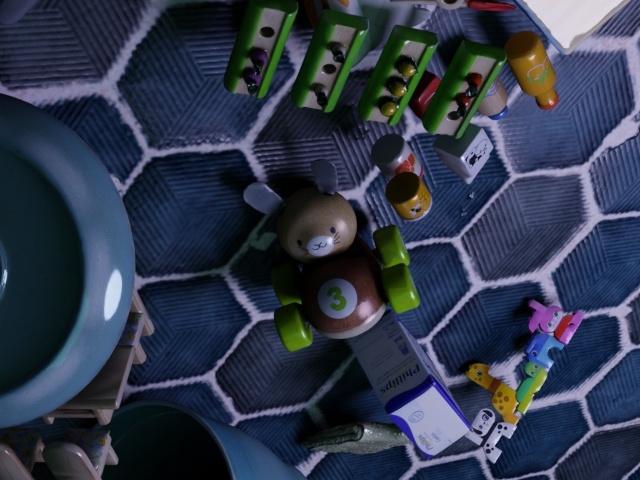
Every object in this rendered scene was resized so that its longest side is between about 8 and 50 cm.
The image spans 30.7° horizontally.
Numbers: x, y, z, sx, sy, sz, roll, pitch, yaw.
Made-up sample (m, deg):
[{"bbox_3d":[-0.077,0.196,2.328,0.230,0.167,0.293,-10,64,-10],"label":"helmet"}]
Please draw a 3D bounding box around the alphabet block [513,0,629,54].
[{"bbox_3d":[0.207,-0.320,1.022,0.197,0.192,0.193,-42,135,14],"label":"alphabet block"}]

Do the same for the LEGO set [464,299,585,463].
[{"bbox_3d":[0.249,0.175,1.557,0.227,0.093,0.087,-58,170,-6],"label":"LEGO set"}]

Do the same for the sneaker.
[{"bbox_3d":[0.038,-0.283,1.058,0.121,0.099,0.262,-27,143,-10],"label":"sneaker"}]

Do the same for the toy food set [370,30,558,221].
[{"bbox_3d":[0.147,-0.110,1.229,0.232,0.111,0.104,-54,141,-10],"label":"toy food set"}]

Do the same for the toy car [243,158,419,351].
[{"bbox_3d":[0.000,0.000,1.263,0.155,0.149,0.188,-20,124,8],"label":"toy car"}]

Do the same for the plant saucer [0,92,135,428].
[{"bbox_3d":[-0.327,0.022,1.051,0.318,0.044,0.317,0,96,4],"label":"plant saucer"}]

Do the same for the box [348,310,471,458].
[{"bbox_3d":[0.112,0.181,1.464,0.072,0.137,0.126,-34,135,6],"label":"box"}]

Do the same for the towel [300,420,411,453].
[{"bbox_3d":[0.055,0.264,1.548,0.110,0.027,0.148,9,158,-32],"label":"towel"}]

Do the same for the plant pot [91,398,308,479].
[{"bbox_3d":[-0.140,0.346,1.434,0.272,0.271,0.255,-42,148,15],"label":"plant pot"}]

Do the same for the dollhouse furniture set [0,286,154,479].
[{"bbox_3d":[-0.315,0.123,1.177,0.242,0.212,0.161,-1,138,13],"label":"dollhouse furniture set"}]

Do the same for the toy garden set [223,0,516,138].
[{"bbox_3d":[0.055,-0.176,1.045,0.244,0.049,0.204,10,140,-14],"label":"toy garden set"}]

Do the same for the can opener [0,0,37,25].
[{"bbox_3d":[-0.317,-0.174,0.969,0.283,0.095,0.076,-47,122,2],"label":"can opener"}]
